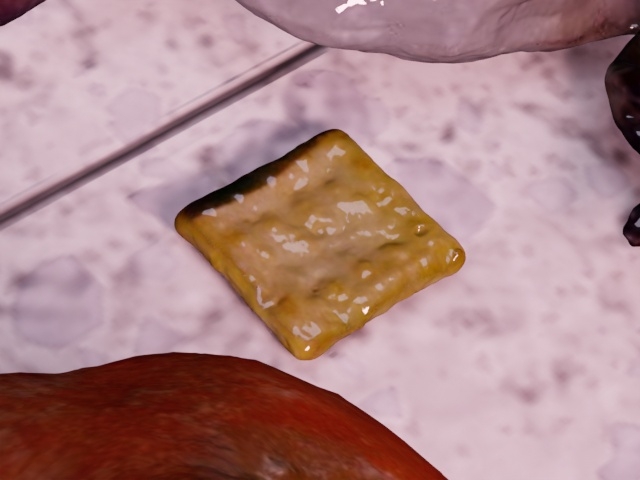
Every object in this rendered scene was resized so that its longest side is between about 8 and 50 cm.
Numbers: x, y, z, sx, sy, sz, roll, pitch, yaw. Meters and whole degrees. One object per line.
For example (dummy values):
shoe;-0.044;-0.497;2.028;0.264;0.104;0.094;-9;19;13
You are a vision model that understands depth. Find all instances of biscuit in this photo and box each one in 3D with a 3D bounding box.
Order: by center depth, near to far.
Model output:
biscuit;0.000;0.000;0.689;0.083;0.018;0.081;-31;60;-28

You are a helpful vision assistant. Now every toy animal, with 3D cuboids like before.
toy animal;0.049;-0.108;0.738;0.324;0.090;0.195;20;47;5

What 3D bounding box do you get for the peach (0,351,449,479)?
peach;-0.051;0.127;0.422;0.232;0.256;0.232;1;50;-2
